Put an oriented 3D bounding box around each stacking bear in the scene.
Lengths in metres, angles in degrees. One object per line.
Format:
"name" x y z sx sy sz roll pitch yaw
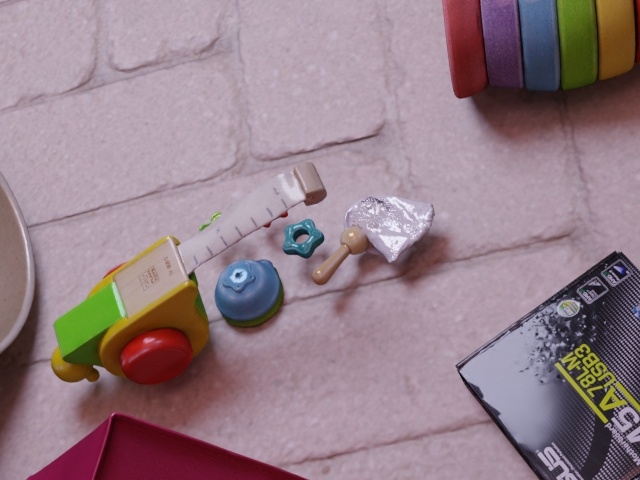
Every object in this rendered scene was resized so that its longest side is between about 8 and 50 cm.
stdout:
"stacking bear" 0.265 -0.229 1.432 0.288 0.175 0.164 -6 56 8

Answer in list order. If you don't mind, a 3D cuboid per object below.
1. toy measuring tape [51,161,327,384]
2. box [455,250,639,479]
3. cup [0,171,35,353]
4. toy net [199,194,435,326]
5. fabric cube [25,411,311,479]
"toy measuring tape" -0.115 0.045 1.403 0.330 0.121 0.121 -33 54 14
"box" 0.244 0.128 1.284 0.184 0.045 0.191 -33 54 -5
"cup" -0.488 0.027 1.471 0.237 0.331 0.331 -31 51 29
"toy net" 0.000 0.000 1.451 0.232 0.045 0.122 -16 54 8
"fabric cube" -0.113 0.310 1.112 0.254 0.258 0.259 24 63 -17
